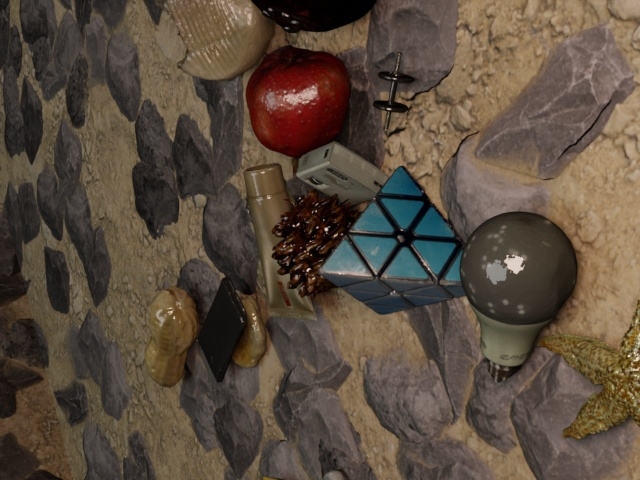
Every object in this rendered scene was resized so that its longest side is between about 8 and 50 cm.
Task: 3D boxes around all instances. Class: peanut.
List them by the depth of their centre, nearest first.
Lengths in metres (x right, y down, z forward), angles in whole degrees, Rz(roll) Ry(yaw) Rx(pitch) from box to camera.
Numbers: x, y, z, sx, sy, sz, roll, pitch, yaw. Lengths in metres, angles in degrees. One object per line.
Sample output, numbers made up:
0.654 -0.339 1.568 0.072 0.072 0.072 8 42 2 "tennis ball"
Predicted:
-0.417 0.273 2.320 0.149 0.149 0.313 45 129 38 "peanut"

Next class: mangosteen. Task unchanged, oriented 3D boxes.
-0.016 -0.546 1.548 0.297 0.297 0.313 29 121 46 "mangosteen"

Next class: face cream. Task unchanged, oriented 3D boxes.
-0.091 0.009 1.786 0.137 0.084 0.341 1 108 39 "face cream"

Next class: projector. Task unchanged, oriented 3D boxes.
0.045 -0.131 1.653 0.115 0.147 0.061 -17 52 51 "projector"

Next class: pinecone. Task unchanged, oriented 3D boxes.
0.000 0.000 1.658 0.221 0.221 0.221 11 105 51 "pinecone"

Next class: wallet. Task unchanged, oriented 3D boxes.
-0.249 0.226 2.098 0.146 0.030 0.285 61 144 30 "wallet"

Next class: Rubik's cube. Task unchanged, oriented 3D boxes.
0.148 0.033 1.555 0.233 0.229 0.228 -38 105 9 "Rubik's cube"

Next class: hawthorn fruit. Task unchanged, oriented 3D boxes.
-0.053 -0.256 1.709 0.230 0.210 0.266 46 133 52 "hawthorn fruit"

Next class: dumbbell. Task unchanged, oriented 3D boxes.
0.136 -0.279 1.572 0.069 0.069 0.147 30 119 46 "dumbbell"

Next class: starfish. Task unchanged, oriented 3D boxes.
0.466 0.226 1.236 0.347 0.078 0.358 52 133 29 "starfish"

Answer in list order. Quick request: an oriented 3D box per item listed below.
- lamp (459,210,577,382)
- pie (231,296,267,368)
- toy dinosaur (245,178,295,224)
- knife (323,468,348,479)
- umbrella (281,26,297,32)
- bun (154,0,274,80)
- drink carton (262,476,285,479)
0.303 0.107 1.334 0.182 0.182 0.314 28 119 46 "lamp"
-0.198 0.229 2.098 0.218 0.052 0.185 -19 86 54 "pie"
-0.071 -0.023 1.873 0.162 0.077 0.294 -53 55 43 "toy dinosaur"
0.071 0.633 1.830 0.073 0.040 0.265 -51 57 53 "knife"
-0.027 -0.596 1.728 0.067 0.073 0.337 -88 13 -63 "umbrella"
-0.217 -0.513 1.879 0.281 0.205 0.281 12 128 16 "bun"
-0.061 0.616 1.962 0.200 0.084 0.074 9 80 52 "drink carton"
